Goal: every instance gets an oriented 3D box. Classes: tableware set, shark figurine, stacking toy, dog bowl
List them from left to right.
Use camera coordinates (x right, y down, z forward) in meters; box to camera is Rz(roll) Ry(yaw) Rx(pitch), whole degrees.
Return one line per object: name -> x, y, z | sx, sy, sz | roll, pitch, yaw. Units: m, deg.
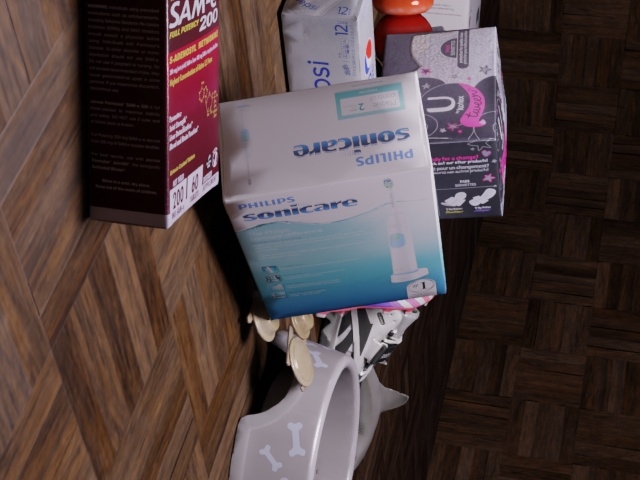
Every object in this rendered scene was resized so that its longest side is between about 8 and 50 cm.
tableware set -> -0.044, 0.095, 1.607 | 0.141, 0.020, 0.168 | -80, 147, -51
dog bowl -> -0.028, 0.298, 1.730 | 0.349, 0.102, 0.348 | 8, 90, -78
shark figurine -> 0.093, 0.258, 2.243 | 0.166, 0.116, 0.278 | -71, 165, -47
stacking toy -> 0.115, -0.405, 1.835 | 0.141, 0.141, 0.330 | -57, 148, -64

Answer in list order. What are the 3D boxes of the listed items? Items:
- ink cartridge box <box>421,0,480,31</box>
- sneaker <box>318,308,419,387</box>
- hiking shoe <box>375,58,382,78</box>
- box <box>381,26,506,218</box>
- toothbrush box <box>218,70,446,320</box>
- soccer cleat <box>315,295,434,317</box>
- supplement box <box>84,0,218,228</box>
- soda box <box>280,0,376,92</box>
ink cartridge box -> 0.243, -0.409, 2.528 | 0.198, 0.115, 0.272 | -62, 156, -59
sneaker -> 0.076, 0.145, 2.023 | 0.122, 0.146, 0.330 | -53, 150, -69
hiking shoe -> 0.067, -0.125, 1.888 | 0.132, 0.113, 0.304 | -49, 144, -67
box -> 0.167, -0.162, 1.753 | 0.142, 0.163, 0.247 | 76, 16, -44
toothbrush box -> 0.019, -0.040, 1.430 | 0.295, 0.216, 0.126 | 72, 10, -62
soccer cleat -> 0.080, 0.054, 1.877 | 0.248, 0.083, 0.095 | -4, 119, -36
supplement box -> -0.134, -0.144, 1.053 | 0.130, 0.073, 0.239 | -54, 148, -65
soda box -> 0.017, -0.200, 1.648 | 0.286, 0.098, 0.091 | 83, 18, -47
